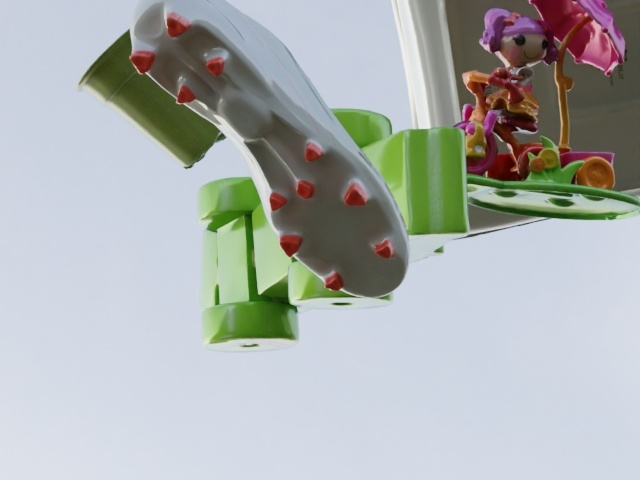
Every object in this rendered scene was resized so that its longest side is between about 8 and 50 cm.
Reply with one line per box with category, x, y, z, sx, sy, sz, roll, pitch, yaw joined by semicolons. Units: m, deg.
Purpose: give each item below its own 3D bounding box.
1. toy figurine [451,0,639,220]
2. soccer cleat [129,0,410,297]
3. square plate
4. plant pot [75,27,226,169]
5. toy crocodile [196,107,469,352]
toy figurine;0.150;-0.105;1.005;0.173;0.159;0.130;7;-7;-18
soccer cleat;-0.018;-0.056;0.727;0.068;0.076;0.196;-34;-76;28
square plate;0.240;-0.158;1.199;0.344;0.049;0.347;-11;-56;3
plant pot;-0.086;-0.086;0.828;0.083;0.083;0.079;-40;-87;24
toy crocodile;0.000;0.000;0.916;0.105;0.115;0.340;4;-16;-28
